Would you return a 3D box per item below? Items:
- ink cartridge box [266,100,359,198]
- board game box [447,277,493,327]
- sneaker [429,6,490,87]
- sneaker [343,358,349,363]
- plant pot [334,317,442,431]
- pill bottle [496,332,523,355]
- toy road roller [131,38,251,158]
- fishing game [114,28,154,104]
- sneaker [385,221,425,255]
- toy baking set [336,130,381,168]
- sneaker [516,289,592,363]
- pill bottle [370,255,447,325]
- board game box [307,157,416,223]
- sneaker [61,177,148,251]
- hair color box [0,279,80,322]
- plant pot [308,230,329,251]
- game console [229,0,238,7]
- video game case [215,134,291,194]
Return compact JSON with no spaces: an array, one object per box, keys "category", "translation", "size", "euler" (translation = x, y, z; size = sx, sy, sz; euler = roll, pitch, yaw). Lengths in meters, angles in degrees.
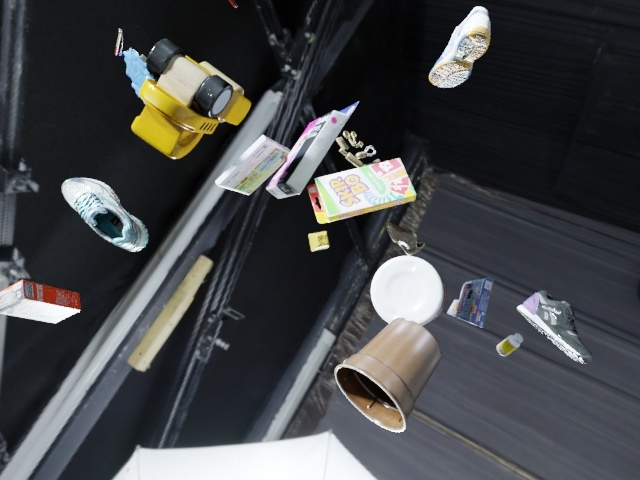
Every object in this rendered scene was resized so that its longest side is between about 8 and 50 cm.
[{"category":"ink cartridge box","translation":[-0.026,-0.301,1.581],"size":[0.069,0.175,0.371],"euler":[40,-107,-20]},{"category":"board game box","translation":[0.581,0.243,1.944],"size":[0.194,0.060,0.194],"euler":[147,143,-70]},{"category":"sneaker","translation":[0.451,-0.607,1.576],"size":[0.296,0.111,0.131],"euler":[138,147,-66]},{"category":"sneaker","translation":[0.204,0.547,2.050],"size":[0.083,0.222,0.118],"euler":[-41,-15,-49]},{"category":"plant pot","translation":[0.144,0.251,0.967],"size":[0.165,0.167,0.167],"euler":[-41,-33,-30]},{"category":"pill bottle","translation":[0.596,0.326,1.554],"size":[0.043,0.043,0.083],"euler":[-36,-15,-48]},{"category":"toy road roller","translation":[-0.347,-0.347,1.293],"size":[0.241,0.202,0.329],"euler":[-54,0,12]},{"category":"fishing game","translation":[-0.543,-0.501,1.513],"size":[0.041,0.264,0.189],"euler":[-33,4,-29]},{"category":"sneaker","translation":[0.292,-0.018,1.700],"size":[0.071,0.066,0.188],"euler":[-30,-43,20]},{"category":"toy baking set","translation":[0.179,-0.393,2.200],"size":[0.030,0.256,0.197],"euler":[-35,24,42]},{"category":"sneaker","translation":[0.740,0.250,1.523],"size":[0.124,0.283,0.107],"euler":[-45,-56,7]},{"category":"pill bottle","translation":[0.227,0.128,1.212],"size":[0.161,0.161,0.283],"euler":[-66,-18,1]},{"category":"board game box","translation":[0.103,-0.129,1.275],"size":[0.259,0.124,0.039],"euler":[-16,-27,-5]},{"category":"sneaker","translation":[-0.595,-0.083,1.341],"size":[0.110,0.283,0.122],"euler":[-53,-6,0]},{"category":"hair color box","translation":[-0.701,0.155,1.235],"size":[0.093,0.053,0.167],"euler":[-25,-24,13]},{"category":"plant pot","translation":[0.000,0.000,2.215],"size":[0.083,0.081,0.081],"euler":[160,99,-74]},{"category":"game console","translation":[-0.310,-0.875,1.653],"size":[0.085,0.124,0.144],"euler":[-39,-47,9]},{"category":"video game case","translation":[-0.221,-0.250,1.681],"size":[0.227,0.026,0.206],"euler":[-41,-17,14]}]
